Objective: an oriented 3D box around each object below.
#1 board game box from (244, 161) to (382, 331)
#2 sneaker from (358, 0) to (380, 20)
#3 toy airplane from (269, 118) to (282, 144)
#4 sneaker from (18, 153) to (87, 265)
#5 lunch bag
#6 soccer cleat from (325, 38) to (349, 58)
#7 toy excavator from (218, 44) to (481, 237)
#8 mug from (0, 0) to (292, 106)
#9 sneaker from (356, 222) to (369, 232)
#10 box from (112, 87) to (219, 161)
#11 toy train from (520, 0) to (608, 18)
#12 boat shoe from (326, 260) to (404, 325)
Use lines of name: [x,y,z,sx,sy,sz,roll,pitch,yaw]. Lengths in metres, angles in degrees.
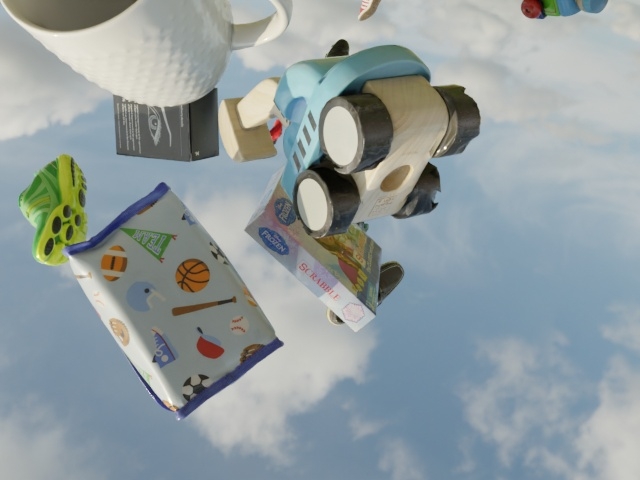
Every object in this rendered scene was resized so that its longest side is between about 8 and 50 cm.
board game box: [0.000,0.000,1.536,0.318,0.066,0.318,43,-157,-13]
sneaker: [0.121,-0.637,1.848,0.042,0.118,0.067,-22,-102,-29]
toy airplane: [-0.102,-0.304,1.771,0.028,0.151,0.151,19,-151,3]
sneaker: [-0.561,-0.054,1.465,0.124,0.109,0.295,-20,-134,9]
lunch bag: [-0.252,0.120,1.225,0.239,0.385,0.327,-33,-92,-10]
soccer cleat: [0.032,-0.342,1.498,0.072,0.178,0.060,21,179,38]
toy excavator: [-0.006,-0.198,1.177,0.222,0.433,0.445,-13,-122,-31]
mug: [-0.228,-0.354,1.064,0.374,0.276,0.328,-1,166,13]
sneaker: [0.081,-0.024,2.189,0.122,0.282,0.110,11,-176,23]
box: [-0.330,-0.255,1.505,0.207,0.153,0.108,9,-163,25]
toy train: [0.416,-0.509,1.233,0.105,0.248,0.143,-42,-142,-16]
boat shoe: [0.117,0.133,1.681,0.224,0.080,0.073,-35,-166,-8]
